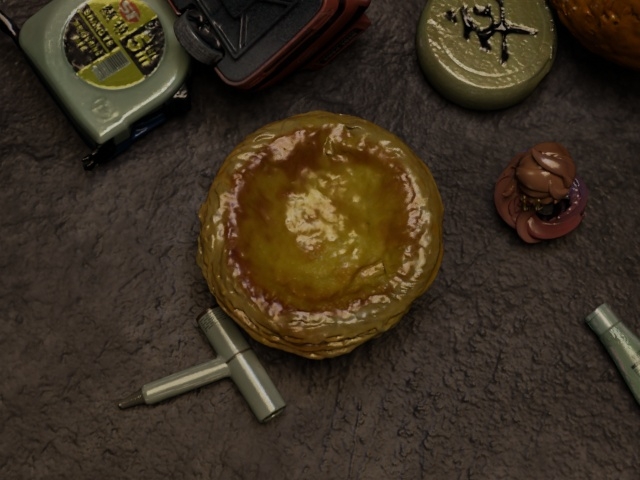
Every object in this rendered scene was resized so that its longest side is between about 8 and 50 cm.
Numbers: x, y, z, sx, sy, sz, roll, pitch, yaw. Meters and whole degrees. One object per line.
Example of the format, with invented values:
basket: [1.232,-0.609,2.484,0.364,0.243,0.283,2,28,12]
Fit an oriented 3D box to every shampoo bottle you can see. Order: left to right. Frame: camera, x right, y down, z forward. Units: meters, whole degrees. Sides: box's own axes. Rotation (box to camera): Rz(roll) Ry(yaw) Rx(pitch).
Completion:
shampoo bottle: [0.400,0.161,1.834,0.069,0.041,0.191,-36,76,-9]

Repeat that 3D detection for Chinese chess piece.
Chinese chess piece: [0.219,-0.265,1.952,0.188,0.083,0.189,1,73,-5]

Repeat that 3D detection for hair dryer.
hair dryer: [-0.156,0.186,1.791,0.183,0.044,0.155,-32,75,-9]

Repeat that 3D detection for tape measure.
tape measure: [-0.311,-0.281,1.908,0.215,0.098,0.351,-35,79,-13]

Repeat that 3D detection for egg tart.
egg tart: [0.000,0.000,1.819,0.318,0.128,0.319,1,69,-2]

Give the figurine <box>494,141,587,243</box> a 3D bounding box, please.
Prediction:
figurine: [0.272,-0.066,1.859,0.114,0.157,0.126,-8,75,16]

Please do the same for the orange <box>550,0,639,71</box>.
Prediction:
orange: [0.458,-0.377,1.882,0.293,0.340,0.341,9,69,-24]

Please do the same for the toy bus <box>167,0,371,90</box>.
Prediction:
toy bus: [-0.118,-0.400,1.892,0.203,0.233,0.427,-39,74,24]
